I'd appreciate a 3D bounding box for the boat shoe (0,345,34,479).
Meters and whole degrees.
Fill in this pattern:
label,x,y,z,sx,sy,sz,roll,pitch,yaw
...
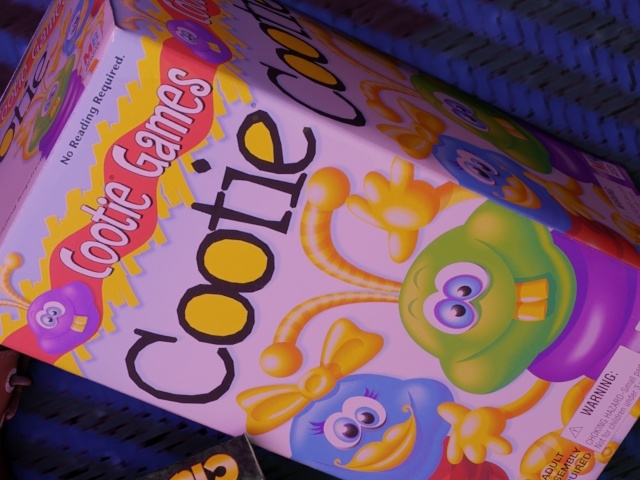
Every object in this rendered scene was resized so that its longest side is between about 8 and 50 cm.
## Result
label,x,y,z,sx,sy,sz,roll,pitch,yaw
boat shoe,-0.174,0.063,0.856,0.104,0.110,0.307,-28,123,-1

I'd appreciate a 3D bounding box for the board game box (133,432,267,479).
label,x,y,z,sx,sy,sz,roll,pitch,yaw
board game box,-0.070,0.164,0.880,0.136,0.030,0.259,-22,155,-2

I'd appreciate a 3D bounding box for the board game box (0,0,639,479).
label,x,y,z,sx,sy,sz,roll,pitch,yaw
board game box,0.000,0.000,0.834,0.275,0.142,0.144,24,110,-19
